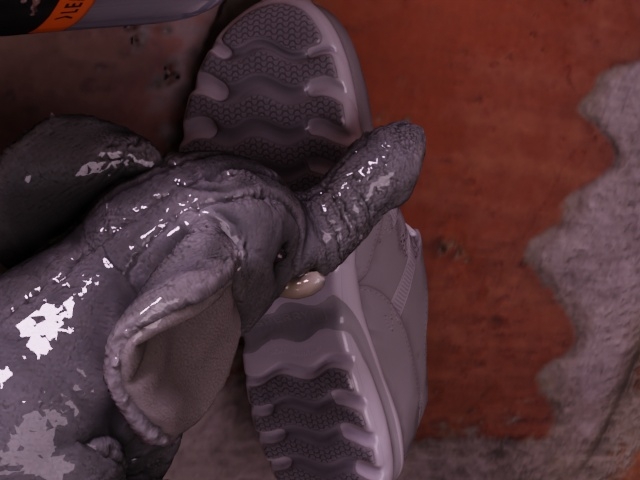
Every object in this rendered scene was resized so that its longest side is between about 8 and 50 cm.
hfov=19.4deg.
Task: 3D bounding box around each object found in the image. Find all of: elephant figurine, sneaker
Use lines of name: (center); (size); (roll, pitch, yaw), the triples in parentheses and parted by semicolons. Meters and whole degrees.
elephant figurine: (-0.082, 0.021, 0.843); (0.169, 0.186, 0.239); (33, 103, -3)
sneaker: (0.000, 0.000, 1.006); (0.115, 0.105, 0.281); (-42, 131, -54)

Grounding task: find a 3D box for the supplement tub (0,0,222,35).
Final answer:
supplement tub: (-0.198, -0.174, 0.712); (0.338, 0.207, 0.207); (-8, 116, -28)
